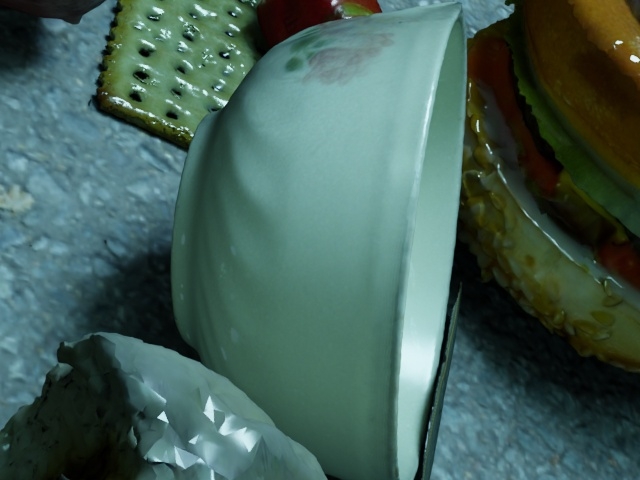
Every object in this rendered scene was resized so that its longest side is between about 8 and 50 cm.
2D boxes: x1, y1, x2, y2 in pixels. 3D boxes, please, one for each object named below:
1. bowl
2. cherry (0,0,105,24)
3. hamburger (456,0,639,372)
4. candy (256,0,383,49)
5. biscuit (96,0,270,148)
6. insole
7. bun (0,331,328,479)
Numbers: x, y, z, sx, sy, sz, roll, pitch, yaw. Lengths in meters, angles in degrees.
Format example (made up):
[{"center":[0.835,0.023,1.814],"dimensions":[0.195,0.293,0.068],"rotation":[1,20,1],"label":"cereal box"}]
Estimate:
[{"center":[0.000,0.000,0.890],"dimensions":[0.145,0.277,0.277],"rotation":[5,45,10],"label":"bowl"},{"center":[-0.196,-0.281,0.944],"dimensions":[0.221,0.261,0.307],"rotation":[-15,99,-39],"label":"cherry"},{"center":[0.246,-0.071,1.115],"dimensions":[0.330,0.250,0.330],"rotation":[17,42,-16],"label":"hamburger"},{"center":[0.018,-0.114,1.081],"dimensions":[0.059,0.086,0.292],"rotation":[-4,67,-57],"label":"candy"},{"center":[-0.079,-0.137,1.091],"dimensions":[0.144,0.016,0.203],"rotation":[26,46,-19],"label":"biscuit"},{"center":[0.078,0.096,0.997],"dimensions":[0.004,0.064,0.188],"rotation":[8,40,8],"label":"insole"},{"center":[-0.112,0.182,0.671],"dimensions":[0.281,0.205,0.282],"rotation":[-2,94,-25],"label":"bun"}]
